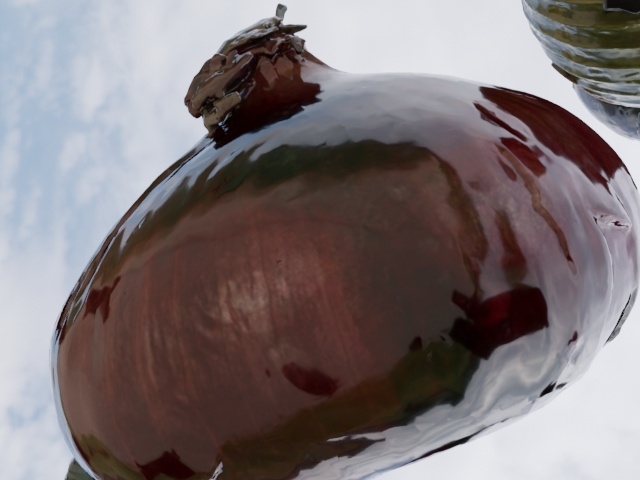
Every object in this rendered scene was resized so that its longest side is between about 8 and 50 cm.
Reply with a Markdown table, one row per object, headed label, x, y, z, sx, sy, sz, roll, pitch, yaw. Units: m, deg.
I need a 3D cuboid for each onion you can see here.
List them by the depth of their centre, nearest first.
| label | x | y | z | sx | sy | sz | roll | pitch | yaw |
| --- | --- | --- | --- | --- | --- | --- | --- | --- | --- |
| onion | 0.000 | 0.000 | 0.540 | 0.348 | 0.348 | 0.285 | -25 | -93 | 42 |

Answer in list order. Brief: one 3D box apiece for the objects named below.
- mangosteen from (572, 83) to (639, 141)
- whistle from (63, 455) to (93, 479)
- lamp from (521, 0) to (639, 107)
| label | x | y | z | sx | sy | sz | roll | pitch | yaw |
| --- | --- | --- | --- | --- | --- | --- | --- | --- | --- |
| mangosteen | 0.523 | -0.293 | 1.335 | 0.381 | 0.381 | 0.421 | -10 | -139 | 45 |
| whistle | -0.173 | 0.267 | 0.763 | 0.189 | 0.189 | 0.347 | 52 | -35 | 33 |
| lamp | 0.267 | -0.239 | 0.697 | 0.250 | 0.284 | 0.250 | -19 | -142 | 15 |
